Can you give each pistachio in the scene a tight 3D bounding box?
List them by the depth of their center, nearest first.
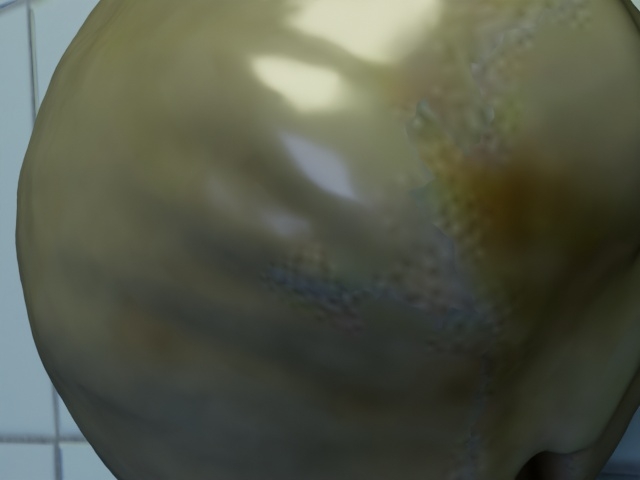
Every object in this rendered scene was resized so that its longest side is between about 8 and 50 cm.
[{"bbox_3d":[0.000,0.000,0.610,0.445,0.281,0.365,-30,78,56],"label":"pistachio"}]
